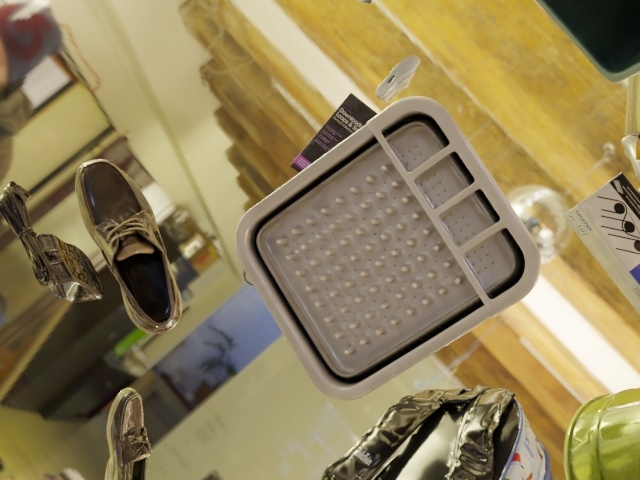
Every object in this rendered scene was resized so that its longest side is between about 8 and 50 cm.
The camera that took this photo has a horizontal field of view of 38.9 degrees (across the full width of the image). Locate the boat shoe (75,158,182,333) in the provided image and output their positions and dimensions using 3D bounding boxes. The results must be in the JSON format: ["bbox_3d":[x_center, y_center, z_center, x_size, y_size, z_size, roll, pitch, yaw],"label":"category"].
[{"bbox_3d":[-0.347,0.007,1.694,0.355,0.132,0.130,64,-18,-6],"label":"boat shoe"}]

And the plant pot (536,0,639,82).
[{"bbox_3d":[0.395,-0.378,1.032,0.247,0.252,0.248,47,-16,-6],"label":"plant pot"}]

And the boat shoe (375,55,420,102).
[{"bbox_3d":[0.144,-0.288,1.624,0.035,0.100,0.035,37,8,-47],"label":"boat shoe"}]

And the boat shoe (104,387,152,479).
[{"bbox_3d":[-0.340,0.379,1.640,0.073,0.223,0.080,13,11,28],"label":"boat shoe"}]

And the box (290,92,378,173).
[{"bbox_3d":[0.044,-0.150,1.505,0.116,0.162,0.029,40,2,17],"label":"box"}]

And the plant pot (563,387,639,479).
[{"bbox_3d":[0.681,0.382,1.568,0.366,0.366,0.353,49,-42,3],"label":"plant pot"}]

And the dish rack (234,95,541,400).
[{"bbox_3d":[0.082,0.013,1.152,0.285,0.333,0.072,58,16,8],"label":"dish rack"}]

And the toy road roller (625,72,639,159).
[{"bbox_3d":[0.603,-0.208,1.250,0.329,0.241,0.202,-163,-106,-73],"label":"toy road roller"}]

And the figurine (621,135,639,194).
[{"bbox_3d":[0.592,-0.066,1.542,0.215,0.092,0.209,56,26,-38],"label":"figurine"}]

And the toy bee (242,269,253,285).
[{"bbox_3d":[0.000,0.000,1.870,0.195,0.298,0.162,42,-29,24],"label":"toy bee"}]

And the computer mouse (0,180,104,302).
[{"bbox_3d":[-0.422,0.011,1.375,0.184,0.060,0.262,61,-1,11],"label":"computer mouse"}]

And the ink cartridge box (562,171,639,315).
[{"bbox_3d":[0.440,0.017,1.252,0.207,0.097,0.046,54,-23,7],"label":"ink cartridge box"}]

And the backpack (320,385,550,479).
[{"bbox_3d":[0.178,0.326,1.196,0.277,0.263,0.213,0,-45,41],"label":"backpack"}]

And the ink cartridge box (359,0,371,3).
[{"bbox_3d":[0.002,-0.561,1.690,0.333,0.165,0.065,3,33,-43],"label":"ink cartridge box"}]
